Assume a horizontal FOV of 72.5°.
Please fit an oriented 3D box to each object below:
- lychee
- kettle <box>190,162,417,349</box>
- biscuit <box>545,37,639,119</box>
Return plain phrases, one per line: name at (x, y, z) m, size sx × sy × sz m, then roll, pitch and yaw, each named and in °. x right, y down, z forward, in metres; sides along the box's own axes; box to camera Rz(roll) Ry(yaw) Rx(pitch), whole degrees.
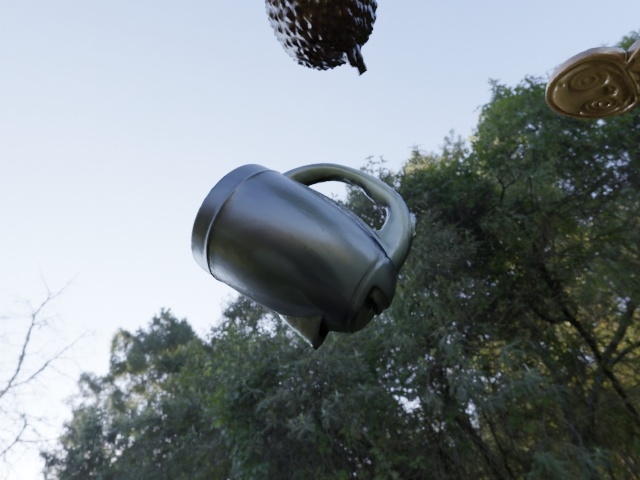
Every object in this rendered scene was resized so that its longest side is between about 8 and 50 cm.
lychee at (0.007, -0.383, 0.738) m, size 0.200 × 0.200 × 0.238 m, roll -38°, pitch -85°, yaw 18°
kettle at (0.000, 0.000, 0.760) m, size 0.321 × 0.324 × 0.228 m, roll -52°, pitch -25°, yaw -20°
biscuit at (0.606, -0.319, 0.871) m, size 0.289 × 0.044 × 0.202 m, roll -1°, pitch -24°, yaw 44°
